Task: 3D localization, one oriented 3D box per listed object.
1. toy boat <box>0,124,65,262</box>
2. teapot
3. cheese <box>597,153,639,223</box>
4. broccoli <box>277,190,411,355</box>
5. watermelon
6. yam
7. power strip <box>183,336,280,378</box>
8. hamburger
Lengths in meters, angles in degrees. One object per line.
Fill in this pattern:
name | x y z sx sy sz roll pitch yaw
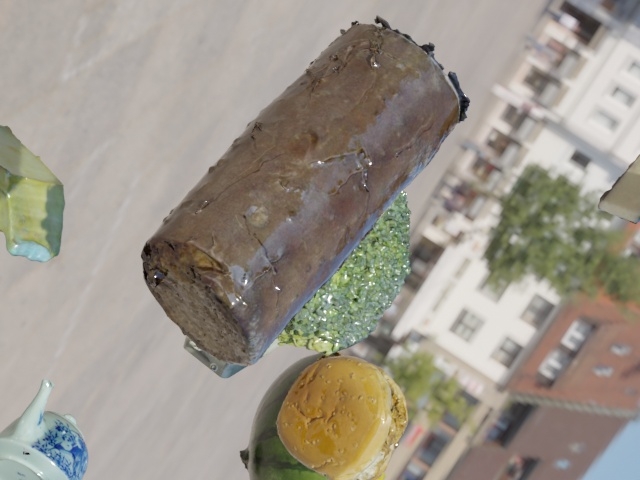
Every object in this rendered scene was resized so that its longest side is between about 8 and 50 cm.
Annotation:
toy boat | -0.409 -0.082 1.665 0.111 0.276 0.084 11 116 -44
teapot | -0.423 0.328 2.010 0.159 0.159 0.232 -53 149 -41
cheese | 0.580 -0.169 2.047 0.400 0.085 0.034 -47 134 -23
broccoli | 0.003 0.000 1.248 0.176 0.226 0.198 -6 138 -27
watermelon | -0.010 0.323 1.823 0.331 0.189 0.331 -8 90 -74
yam | -0.010 -0.044 0.945 0.280 0.131 0.131 -48 172 -29
power strip | -0.096 0.120 1.723 0.192 0.081 0.035 -30 149 -47
hamburger | 0.026 0.198 1.453 0.138 0.147 0.083 -58 139 -3
